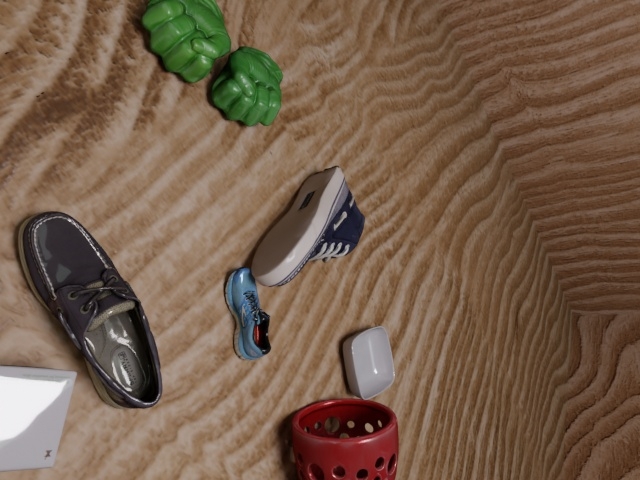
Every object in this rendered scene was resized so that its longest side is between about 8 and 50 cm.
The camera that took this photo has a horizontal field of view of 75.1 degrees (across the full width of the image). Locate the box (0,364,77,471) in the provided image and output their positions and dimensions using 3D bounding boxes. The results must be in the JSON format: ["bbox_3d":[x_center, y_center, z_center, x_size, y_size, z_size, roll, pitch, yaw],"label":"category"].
[{"bbox_3d":[-0.340,0.187,0.446,0.101,0.087,0.102,23,64,-42],"label":"box"}]

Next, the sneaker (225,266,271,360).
[{"bbox_3d":[-0.113,0.124,0.719,0.063,0.073,0.162,-9,86,-48],"label":"sneaker"}]

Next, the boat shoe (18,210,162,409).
[{"bbox_3d":[-0.278,0.090,0.533,0.103,0.092,0.285,-30,103,-47],"label":"boat shoe"}]

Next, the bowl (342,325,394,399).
[{"bbox_3d":[0.103,0.271,0.936,0.142,0.053,0.142,-7,86,-47],"label":"bowl"}]

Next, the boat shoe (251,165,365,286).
[{"bbox_3d":[0.000,0.000,0.827,0.158,0.127,0.340,55,43,-25],"label":"boat shoe"}]

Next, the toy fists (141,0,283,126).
[{"bbox_3d":[-0.176,-0.319,0.743,0.279,0.096,0.142,36,57,-38],"label":"toy fists"}]

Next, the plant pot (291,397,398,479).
[{"bbox_3d":[0.049,0.399,0.746,0.191,0.191,0.174,-5,89,-48],"label":"plant pot"}]
